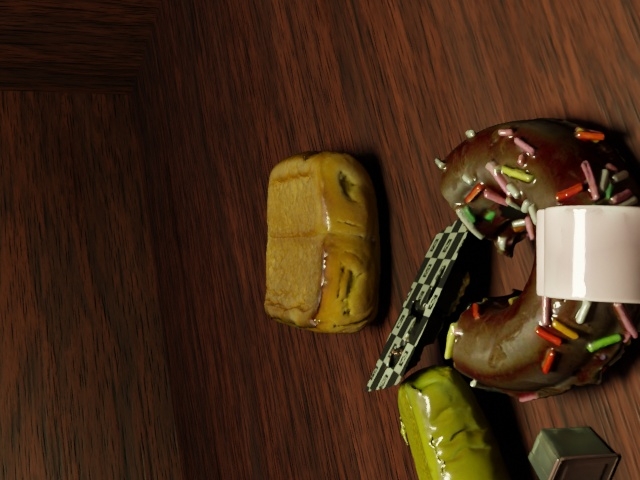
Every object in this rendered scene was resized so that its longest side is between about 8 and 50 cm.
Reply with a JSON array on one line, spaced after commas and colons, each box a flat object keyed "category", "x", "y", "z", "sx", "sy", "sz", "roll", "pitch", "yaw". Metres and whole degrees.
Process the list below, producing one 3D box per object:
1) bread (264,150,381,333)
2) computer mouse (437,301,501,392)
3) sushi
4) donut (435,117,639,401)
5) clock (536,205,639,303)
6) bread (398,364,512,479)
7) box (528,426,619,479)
[{"category": "bread", "x": 0.008, "y": 0.000, "z": 1.644, "sx": 0.337, "sy": 0.148, "sz": 0.328, "roll": 173, "pitch": 99, "yaw": -68}, {"category": "computer mouse", "x": 0.219, "y": 0.144, "z": 1.259, "sx": 0.217, "sy": 0.073, "sz": 0.122, "roll": 173, "pitch": 95, "yaw": -65}, {"category": "sushi", "x": 0.159, "y": 0.098, "z": 1.296, "sx": 0.279, "sy": 0.043, "sz": 0.192, "roll": -63, "pitch": 5, "yaw": -18}, {"category": "donut", "x": 0.256, "y": 0.016, "z": 1.062, "sx": 0.259, "sy": 0.136, "sz": 0.345, "roll": -14, "pitch": 75, "yaw": 57}, {"category": "clock", "x": 0.345, "y": 0.017, "z": 0.729, "sx": 0.290, "sy": 0.275, "sz": 0.080, "roll": -1, "pitch": 86, "yaw": 63}, {"category": "bread", "x": 0.207, "y": 0.353, "z": 1.215, "sx": 0.166, "sy": 0.112, "sz": 0.383, "roll": 105, "pitch": 148, "yaw": -73}, {"category": "box", "x": 0.297, "y": 0.260, "z": 1.081, "sx": 0.063, "sy": 0.085, "sz": 0.060, "roll": -118, "pitch": 34, "yaw": -54}]
